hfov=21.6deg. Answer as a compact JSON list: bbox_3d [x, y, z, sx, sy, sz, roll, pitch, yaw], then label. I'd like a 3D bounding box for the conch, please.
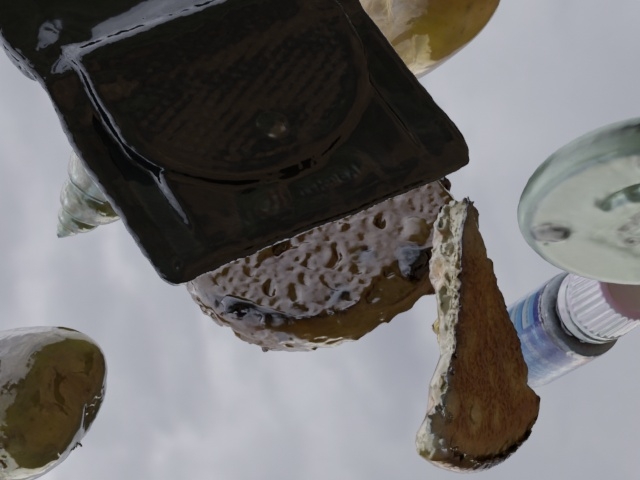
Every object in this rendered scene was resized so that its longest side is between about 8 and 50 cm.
[{"bbox_3d":[-0.285,-0.089,2.196,0.173,0.106,0.116,93,-168,-46],"label":"conch"}]

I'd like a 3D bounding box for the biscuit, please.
[{"bbox_3d":[0.000,0.001,1.727,0.075,0.296,0.296,78,-154,-45],"label":"biscuit"}]

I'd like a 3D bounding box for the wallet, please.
[{"bbox_3d":[-0.080,-0.133,1.096,0.247,0.323,0.041,-22,-26,-28],"label":"wallet"}]

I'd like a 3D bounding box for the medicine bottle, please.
[{"bbox_3d":[0.224,0.068,1.489,0.083,0.203,0.083,9,-114,-20],"label":"medicine bottle"}]

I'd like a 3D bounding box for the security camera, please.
[{"bbox_3d":[0.226,-0.070,0.886,0.157,0.301,0.080,17,-127,-28],"label":"security camera"}]

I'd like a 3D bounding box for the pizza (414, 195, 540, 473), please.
[{"bbox_3d":[0.101,0.067,1.198,0.185,0.052,0.195,-2,-94,-63],"label":"pizza"}]

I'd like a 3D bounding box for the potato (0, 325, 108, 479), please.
[{"bbox_3d":[-0.358,0.180,1.766,0.141,0.296,0.192,50,-147,-31],"label":"potato"}]

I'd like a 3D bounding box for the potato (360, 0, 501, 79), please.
[{"bbox_3d":[0.112,-0.264,1.980,0.146,0.234,0.150,14,-122,-34],"label":"potato"}]
